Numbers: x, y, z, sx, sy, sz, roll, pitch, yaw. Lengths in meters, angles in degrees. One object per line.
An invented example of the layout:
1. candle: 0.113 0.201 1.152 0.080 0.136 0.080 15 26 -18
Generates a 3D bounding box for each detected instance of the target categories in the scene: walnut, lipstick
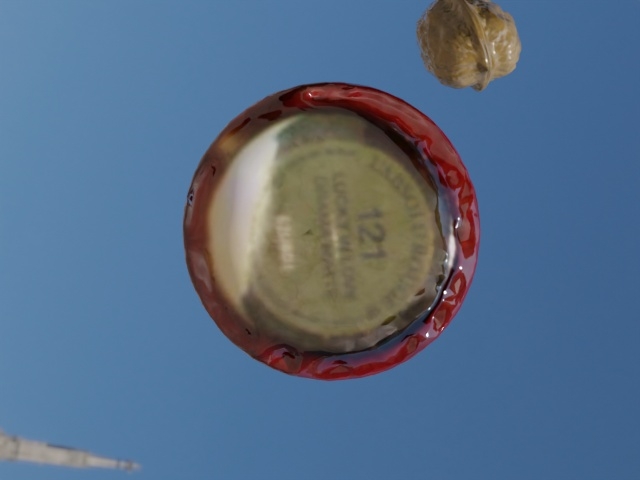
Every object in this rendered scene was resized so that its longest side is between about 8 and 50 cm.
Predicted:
1. walnut: 0.118 -0.159 1.064 0.096 0.079 0.083 -116 -169 -52
2. lipstick: 0.000 0.000 0.448 0.241 0.080 0.080 123 -19 -87
